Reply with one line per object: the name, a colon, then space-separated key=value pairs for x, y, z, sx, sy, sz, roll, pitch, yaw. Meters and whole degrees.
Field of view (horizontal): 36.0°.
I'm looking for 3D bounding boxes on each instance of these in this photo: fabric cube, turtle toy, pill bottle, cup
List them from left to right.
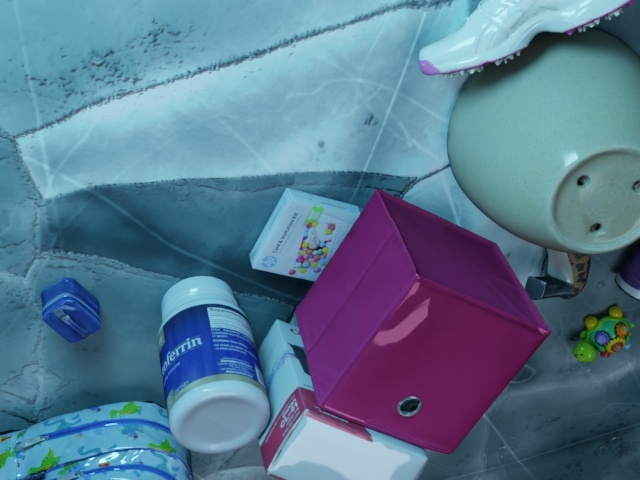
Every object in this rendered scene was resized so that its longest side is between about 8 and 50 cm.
pill bottle: x=-0.174 y=0.187 z=1.542 sx=0.153 sy=0.265 sz=0.153 roll=-8 pitch=131 yaw=-10
fabric cube: x=0.146 y=0.125 z=1.514 sx=0.254 sy=0.259 sz=0.258 roll=24 pitch=114 yaw=-24
cup: x=0.368 y=-0.111 z=1.417 sx=0.331 sy=0.237 sz=0.331 roll=-3 pitch=121 yaw=-5
turtle toy: x=0.545 y=0.190 z=1.896 sx=0.130 sy=0.066 sz=0.095 roll=-24 pitch=133 yaw=5

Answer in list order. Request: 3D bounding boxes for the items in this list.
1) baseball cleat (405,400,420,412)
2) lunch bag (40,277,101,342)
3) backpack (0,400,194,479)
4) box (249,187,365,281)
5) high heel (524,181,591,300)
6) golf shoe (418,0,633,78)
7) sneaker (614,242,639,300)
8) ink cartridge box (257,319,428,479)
baseball cleat: x=0.180 y=0.381 z=1.968 sx=0.206 sy=0.072 sz=0.109 roll=-40 pitch=116 yaw=13
lunch bag: x=-0.390 y=0.116 z=1.549 sx=0.067 sy=0.065 sz=0.098 roll=-31 pitch=132 yaw=11
backpack: x=-0.396 y=0.422 z=1.721 sx=0.355 sy=0.273 sz=0.290 roll=-24 pitch=128 yaw=-12
box: x=0.000 y=0.000 z=1.582 sx=0.186 sy=0.038 sz=0.145 roll=15 pitch=124 yaw=-26
high heel: x=0.449 y=-0.017 z=1.702 sx=0.186 sy=0.093 sz=0.261 roll=-2 pitch=119 yaw=-53
golf shoe: x=0.266 y=-0.324 z=1.346 sx=0.306 sy=0.115 sz=0.140 roll=-22 pitch=104 yaw=11
sneaker: x=0.689 y=0.059 z=1.802 sx=0.283 sy=0.107 sz=0.124 roll=8 pitch=122 yaw=-23
ink cartridge box: x=0.015 y=0.278 z=1.578 sx=0.226 sy=0.306 sz=0.131 roll=24 pitch=107 yaw=-20
